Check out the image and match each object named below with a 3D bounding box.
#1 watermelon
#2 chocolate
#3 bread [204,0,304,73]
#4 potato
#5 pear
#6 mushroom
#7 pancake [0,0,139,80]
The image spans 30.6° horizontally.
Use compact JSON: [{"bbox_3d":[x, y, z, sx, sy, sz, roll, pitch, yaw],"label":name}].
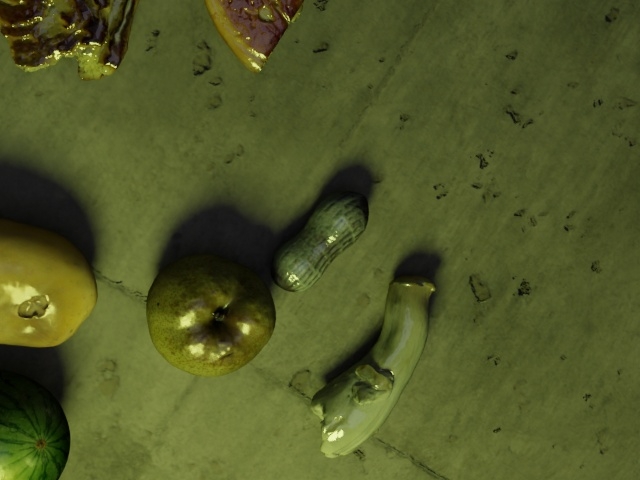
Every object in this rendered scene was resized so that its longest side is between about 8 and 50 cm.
[{"bbox_3d":[-0.423,0.257,1.479,0.215,0.188,0.187,-6,103,35],"label":"watermelon"},{"bbox_3d":[0.000,0.000,1.559,0.072,0.072,0.167,44,92,-13],"label":"chocolate"},{"bbox_3d":[-0.081,-0.284,1.509,0.154,0.054,0.135,0,98,-4],"label":"bread"},{"bbox_3d":[-0.396,0.047,1.468,0.234,0.146,0.150,13,141,-23],"label":"potato"},{"bbox_3d":[-0.145,0.096,1.515,0.167,0.136,0.167,-1,95,-13],"label":"pear"},{"bbox_3d":[0.077,0.172,1.592,0.278,0.096,0.099,-58,147,1],"label":"mushroom"},{"bbox_3d":[-0.300,-0.319,1.468,0.257,0.056,0.212,-42,96,7],"label":"pancake"}]
